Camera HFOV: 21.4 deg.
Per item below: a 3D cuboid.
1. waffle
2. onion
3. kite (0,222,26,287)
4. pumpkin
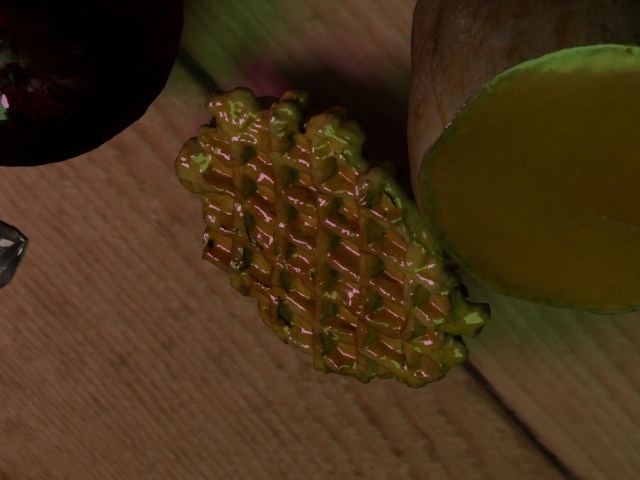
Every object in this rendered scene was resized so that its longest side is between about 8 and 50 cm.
[{"bbox_3d":[0.000,0.000,1.476,0.302,0.068,0.325,-12,115,56],"label":"waffle"},{"bbox_3d":[-0.241,-0.174,1.343,0.273,0.285,0.273,-2,117,-3],"label":"onion"},{"bbox_3d":[-0.414,-0.024,1.694,0.245,0.015,0.141,35,128,-13],"label":"kite"},{"bbox_3d":[0.211,-0.085,1.316,0.332,0.199,0.332,12,133,13],"label":"pumpkin"}]
